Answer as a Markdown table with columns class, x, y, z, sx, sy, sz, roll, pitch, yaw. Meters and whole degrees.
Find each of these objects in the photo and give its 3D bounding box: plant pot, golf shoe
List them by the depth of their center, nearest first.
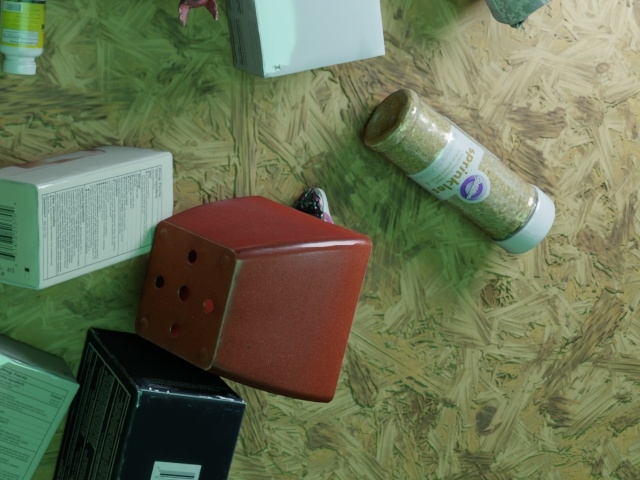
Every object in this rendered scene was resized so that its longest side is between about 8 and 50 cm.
| class | x | y | z | sx | sy | sz | roll | pitch | yaw |
| --- | --- | --- | --- | --- | --- | --- | --- | --- | --- |
| plant pot | -0.123 | 0.083 | 1.882 | 0.236 | 0.267 | 0.267 | 3 | 104 | -48 |
| golf shoe | 0.000 | 0.000 | 2.073 | 0.086 | 0.067 | 0.186 | -19 | 111 | -48 |

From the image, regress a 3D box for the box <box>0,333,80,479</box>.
| class | x | y | z | sx | sy | sz | roll | pitch | yaw |
| --- | --- | --- | --- | --- | --- | --- | --- | --- | --- |
| box | -0.508 | 0.310 | 1.898 | 0.148 | 0.121 | 0.311 | 28 | 92 | -27 |

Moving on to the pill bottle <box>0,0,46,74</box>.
| class | x | y | z | sx | sy | sz | roll | pitch | yaw |
| --- | --- | --- | --- | --- | --- | --- | --- | --- | --- |
| pill bottle | -0.432 | -0.301 | 1.801 | 0.065 | 0.065 | 0.116 | 2 | 103 | -23 |

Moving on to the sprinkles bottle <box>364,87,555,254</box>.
| class | x | y | z | sx | sy | sz | roll | pitch | yaw |
| --- | --- | --- | --- | --- | --- | --- | --- | --- | --- |
| sprinkles bottle | 0.238 | -0.113 | 2.105 | 0.355 | 0.121 | 0.121 | 34 | 89 | -26 |

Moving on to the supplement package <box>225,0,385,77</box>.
| class | x | y | z | sx | sy | sz | roll | pitch | yaw |
| --- | --- | --- | --- | --- | --- | --- | --- | --- | --- |
| supplement package | -0.033 | -0.399 | 1.900 | 0.204 | 0.145 | 0.262 | -14 | 109 | -19 |

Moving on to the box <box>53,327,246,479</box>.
| class | x | y | z | sx | sy | sz | roll | pitch | yaw |
| --- | --- | --- | --- | --- | --- | --- | --- | --- | --- |
| box | -0.270 | 0.322 | 1.907 | 0.183 | 0.294 | 0.296 | 11 | 100 | -27 |

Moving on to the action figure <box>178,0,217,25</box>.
| class | x | y | z | sx | sy | sz | roll | pitch | yaw |
| --- | --- | --- | --- | --- | --- | --- | --- | --- | --- |
| action figure | -0.197 | -0.482 | 1.718 | 0.248 | 0.276 | 0.370 | -30 | 107 | -37 |

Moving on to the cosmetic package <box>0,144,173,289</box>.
| class | x | y | z | sx | sy | sz | roll | pitch | yaw |
| --- | --- | --- | --- | --- | --- | --- | --- | --- | --- |
| cosmetic package | -0.350 | -0.041 | 1.786 | 0.296 | 0.129 | 0.153 | -20 | 116 | -57 |

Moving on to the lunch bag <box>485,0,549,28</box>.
| class | x | y | z | sx | sy | sz | roll | pitch | yaw |
| --- | --- | --- | --- | --- | --- | --- | --- | --- | --- |
| lunch bag | 0.307 | -0.524 | 1.974 | 0.256 | 0.212 | 0.305 | -43 | 115 | -8 |
